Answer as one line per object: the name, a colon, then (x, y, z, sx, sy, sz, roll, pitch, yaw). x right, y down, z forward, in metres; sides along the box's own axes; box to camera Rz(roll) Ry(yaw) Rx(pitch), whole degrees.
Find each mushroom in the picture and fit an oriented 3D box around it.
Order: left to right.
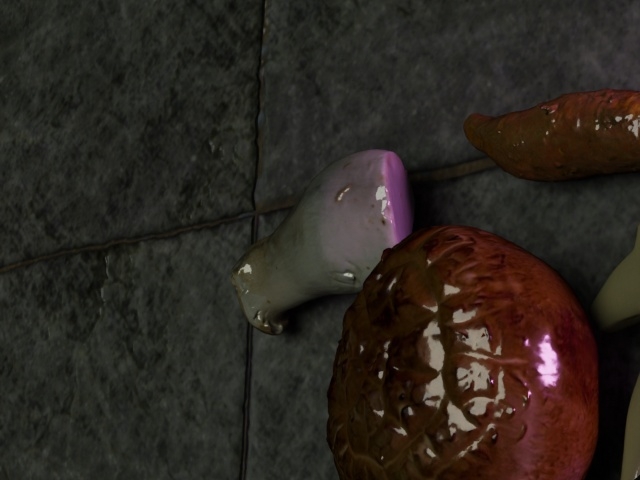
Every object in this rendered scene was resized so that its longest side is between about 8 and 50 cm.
mushroom: (0.000, 0.000, 1.518, 0.225, 0.093, 0.116, -21, 61, 43)
mushroom: (0.097, 0.106, 1.343, 0.253, 0.153, 0.253, -33, 51, 54)

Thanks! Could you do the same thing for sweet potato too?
sweet potato: (0.211, -0.081, 1.340, 0.314, 0.072, 0.066, -4, 61, 48)

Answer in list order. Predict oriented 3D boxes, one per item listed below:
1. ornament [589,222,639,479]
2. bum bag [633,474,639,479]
ornament: (0.262, 0.115, 1.236, 0.230, 0.061, 0.244, 10, 89, 49)
bum bag: (0.230, 0.177, 1.183, 0.198, 0.049, 0.087, -36, 35, 41)
